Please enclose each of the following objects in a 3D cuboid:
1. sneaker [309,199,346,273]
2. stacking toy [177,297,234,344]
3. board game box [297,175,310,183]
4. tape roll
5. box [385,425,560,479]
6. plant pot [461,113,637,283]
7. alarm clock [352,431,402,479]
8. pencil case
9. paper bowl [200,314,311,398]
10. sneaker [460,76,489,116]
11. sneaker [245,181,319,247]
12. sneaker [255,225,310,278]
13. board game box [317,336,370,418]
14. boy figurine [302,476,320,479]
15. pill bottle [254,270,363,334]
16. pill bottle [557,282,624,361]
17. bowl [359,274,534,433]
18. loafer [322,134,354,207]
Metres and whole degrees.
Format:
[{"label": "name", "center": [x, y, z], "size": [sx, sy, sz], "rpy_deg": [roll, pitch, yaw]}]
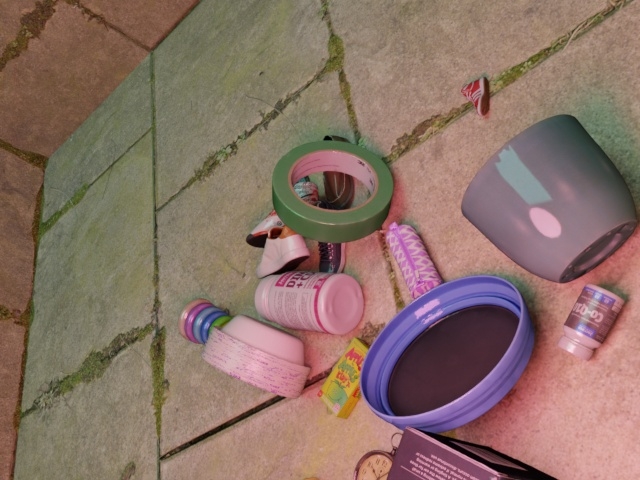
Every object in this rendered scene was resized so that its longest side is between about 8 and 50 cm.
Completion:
[{"label": "sneaker", "center": [-0.001, -0.001, 1.816], "size": [0.086, 0.163, 0.226], "rpy_deg": [-2, 71, 43]}, {"label": "stacking toy", "center": [-0.287, 0.286, 2.001], "size": [0.330, 0.141, 0.141], "rpy_deg": [18, 84, 41]}, {"label": "board game box", "center": [-0.071, -0.115, 2.043], "size": [0.126, 0.026, 0.186], "rpy_deg": [-39, 47, 25]}, {"label": "tape roll", "center": [0.031, -0.136, 1.757], "size": [0.077, 0.322, 0.321], "rpy_deg": [95, 162, -49]}, {"label": "box", "center": [0.243, 0.576, 1.184], "size": [0.212, 0.294, 0.395], "rpy_deg": [15, 82, 48]}, {"label": "plant pot", "center": [0.465, -0.059, 1.295], "size": [0.293, 0.293, 0.235], "rpy_deg": [-45, 60, 20]}, {"label": "alarm clock", "center": [0.146, 0.522, 1.480], "size": [0.129, 0.064, 0.192], "rpy_deg": [21, 88, 48]}, {"label": "pencil case", "center": [0.226, 0.053, 1.615], "size": [0.086, 0.088, 0.206], "rpy_deg": [-41, 46, 21]}, {"label": "paper bowl", "center": [-0.158, 0.293, 1.734], "size": [0.284, 0.284, 0.148], "rpy_deg": [18, 82, 48]}, {"label": "sneaker", "center": [0.393, -0.359, 1.684], "size": [0.067, 0.042, 0.118], "rpy_deg": [-12, 55, 37]}, {"label": "sneaker", "center": [-0.110, -0.081, 1.980], "size": [0.270, 0.090, 0.144], "rpy_deg": [-23, 54, 32]}, {"label": "sneaker", "center": [-0.117, 0.029, 1.903], "size": [0.290, 0.106, 0.123], "rpy_deg": [-35, 72, 57]}, {"label": "board game box", "center": [0.075, 0.344, 1.655], "size": [0.181, 0.043, 0.092], "rpy_deg": [-58, 42, 6]}, {"label": "boy figurine", "center": [-0.007, 0.697, 1.530], "size": [0.177, 0.092, 0.285], "rpy_deg": [-24, 58, 39]}, {"label": "pill bottle", "center": [-0.037, 0.163, 1.770], "size": [0.283, 0.160, 0.160], "rpy_deg": [-1, 70, 45]}, {"label": "pill bottle", "center": [0.519, 0.158, 1.274], "size": [0.078, 0.078, 0.137], "rpy_deg": [29, 92, 48]}, {"label": "bowl", "center": [0.261, 0.235, 1.377], "size": [0.391, 0.077, 0.391], "rpy_deg": [-34, 21, 15]}, {"label": "loafer", "center": [0.035, -0.205, 1.934], "size": [0.094, 0.087, 0.251], "rpy_deg": [-26, 54, 35]}]
